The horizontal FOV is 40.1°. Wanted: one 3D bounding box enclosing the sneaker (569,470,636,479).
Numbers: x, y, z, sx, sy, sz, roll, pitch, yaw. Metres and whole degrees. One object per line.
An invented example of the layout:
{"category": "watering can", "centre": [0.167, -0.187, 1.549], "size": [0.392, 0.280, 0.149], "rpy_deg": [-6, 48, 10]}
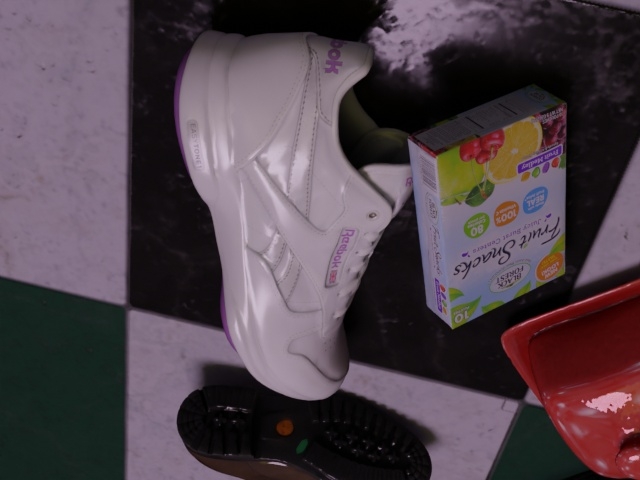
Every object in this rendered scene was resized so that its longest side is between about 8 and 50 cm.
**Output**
{"category": "sneaker", "centre": [0.331, 0.275, 0.750], "size": [0.295, 0.124, 0.178], "rpy_deg": [-22, 110, 26]}

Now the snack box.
{"category": "snack box", "centre": [0.115, -0.021, 0.587], "size": [0.100, 0.037, 0.141], "rpy_deg": [-23, 127, -16]}

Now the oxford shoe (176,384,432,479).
{"category": "oxford shoe", "centre": [-0.013, 0.187, 0.796], "size": [0.227, 0.083, 0.096], "rpy_deg": [13, 148, 3]}

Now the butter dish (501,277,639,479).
{"category": "butter dish", "centre": [0.234, 0.124, 0.651], "size": [0.160, 0.118, 0.160], "rpy_deg": [-25, 117, 29]}

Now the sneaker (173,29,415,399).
{"category": "sneaker", "centre": [0.000, 0.000, 0.612], "size": [0.152, 0.114, 0.305], "rpy_deg": [-3, 127, 14]}
